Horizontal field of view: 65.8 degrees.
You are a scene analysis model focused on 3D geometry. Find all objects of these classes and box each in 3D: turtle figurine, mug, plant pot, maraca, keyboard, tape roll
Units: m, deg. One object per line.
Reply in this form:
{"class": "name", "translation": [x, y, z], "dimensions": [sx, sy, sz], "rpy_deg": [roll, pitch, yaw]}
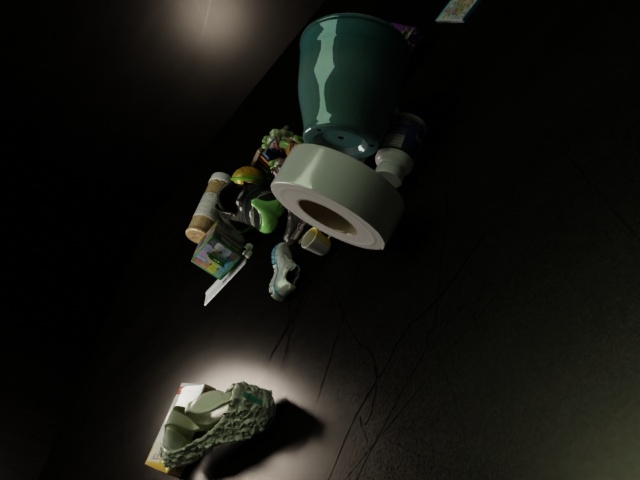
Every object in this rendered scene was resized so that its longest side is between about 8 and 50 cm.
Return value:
{"class": "turtle figurine", "translation": [-0.139, -0.286, 1.723], "dimensions": [0.274, 0.198, 0.266], "rpy_deg": [-57, 30, -9]}
{"class": "mug", "translation": [-0.001, 0.003, 1.294], "dimensions": [0.078, 0.064, 0.062], "rpy_deg": [-41, 29, 28]}
{"class": "plant pot", "translation": [0.066, -0.345, 1.185], "dimensions": [0.272, 0.272, 0.255], "rpy_deg": [-13, 64, 55]}
{"class": "maraca", "translation": [-0.273, -0.242, 1.961], "dimensions": [0.127, 0.186, 0.099], "rpy_deg": [5, 97, 30]}
{"class": "keyboard", "translation": [-0.347, 0.140, 1.805], "dimensions": [0.256, 0.014, 0.072], "rpy_deg": [-45, 32, 23]}
{"class": "tape roll", "translation": [0.037, -0.089, 1.086], "dimensions": [0.286, 0.286, 0.100], "rpy_deg": [4, 63, 61]}

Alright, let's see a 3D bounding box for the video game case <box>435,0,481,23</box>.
{"class": "video game case", "translation": [0.414, -0.689, 1.446], "dimensions": [0.119, 0.015, 0.166], "rpy_deg": [-52, 25, 9]}

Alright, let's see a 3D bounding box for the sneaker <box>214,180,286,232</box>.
{"class": "sneaker", "translation": [-0.278, -0.139, 1.782], "dimensions": [0.185, 0.202, 0.483], "rpy_deg": [-61, 23, -13]}

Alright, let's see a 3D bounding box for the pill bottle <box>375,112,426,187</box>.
{"class": "pill bottle", "translation": [0.187, -0.213, 1.187], "dimensions": [0.094, 0.094, 0.169], "rpy_deg": [-12, 50, 56]}

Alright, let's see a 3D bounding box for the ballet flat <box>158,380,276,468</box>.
{"class": "ballet flat", "translation": [-0.278, 0.419, 1.160], "dimensions": [0.409, 0.147, 0.147], "rpy_deg": [-33, 33, 29]}

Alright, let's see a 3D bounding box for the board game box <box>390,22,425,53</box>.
{"class": "board game box", "translation": [0.159, -0.526, 1.566], "dimensions": [0.347, 0.056, 0.208], "rpy_deg": [-50, 24, 12]}

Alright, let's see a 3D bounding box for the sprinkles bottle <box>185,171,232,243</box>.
{"class": "sprinkles bottle", "translation": [-0.510, -0.154, 2.311], "dimensions": [0.121, 0.121, 0.355], "rpy_deg": [-27, 37, 46]}

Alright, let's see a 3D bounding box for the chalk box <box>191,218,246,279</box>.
{"class": "chalk box", "translation": [-0.366, 0.042, 1.780], "dimensions": [0.132, 0.132, 0.213], "rpy_deg": [-46, 18, 18]}

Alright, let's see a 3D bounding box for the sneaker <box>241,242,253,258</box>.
{"class": "sneaker", "translation": [-0.261, 0.029, 1.754], "dimensions": [0.032, 0.037, 0.083], "rpy_deg": [-49, 24, 18]}

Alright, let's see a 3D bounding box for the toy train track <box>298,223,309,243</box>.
{"class": "toy train track", "translation": [-0.044, -0.020, 1.460], "dimensions": [0.048, 0.014, 0.083], "rpy_deg": [-36, 25, 49]}

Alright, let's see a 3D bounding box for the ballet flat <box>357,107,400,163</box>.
{"class": "ballet flat", "translation": [0.065, -0.234, 1.347], "dimensions": [0.400, 0.139, 0.139], "rpy_deg": [-54, 25, -9]}

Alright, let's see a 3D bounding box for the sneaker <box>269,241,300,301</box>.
{"class": "sneaker", "translation": [-0.089, 0.076, 1.373], "dimensions": [0.083, 0.071, 0.190], "rpy_deg": [-32, 42, 30]}

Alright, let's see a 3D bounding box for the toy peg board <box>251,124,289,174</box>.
{"class": "toy peg board", "translation": [-0.176, -0.343, 1.927], "dimensions": [0.161, 0.079, 0.160], "rpy_deg": [-46, 4, -20]}

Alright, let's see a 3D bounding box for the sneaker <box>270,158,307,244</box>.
{"class": "sneaker", "translation": [-0.089, -0.139, 1.458], "dimensions": [0.281, 0.162, 0.106], "rpy_deg": [-65, 10, 6]}

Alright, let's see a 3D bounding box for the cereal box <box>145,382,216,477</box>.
{"class": "cereal box", "translation": [-0.389, 0.519, 1.381], "dimensions": [0.173, 0.047, 0.240], "rpy_deg": [-18, 44, 51]}
